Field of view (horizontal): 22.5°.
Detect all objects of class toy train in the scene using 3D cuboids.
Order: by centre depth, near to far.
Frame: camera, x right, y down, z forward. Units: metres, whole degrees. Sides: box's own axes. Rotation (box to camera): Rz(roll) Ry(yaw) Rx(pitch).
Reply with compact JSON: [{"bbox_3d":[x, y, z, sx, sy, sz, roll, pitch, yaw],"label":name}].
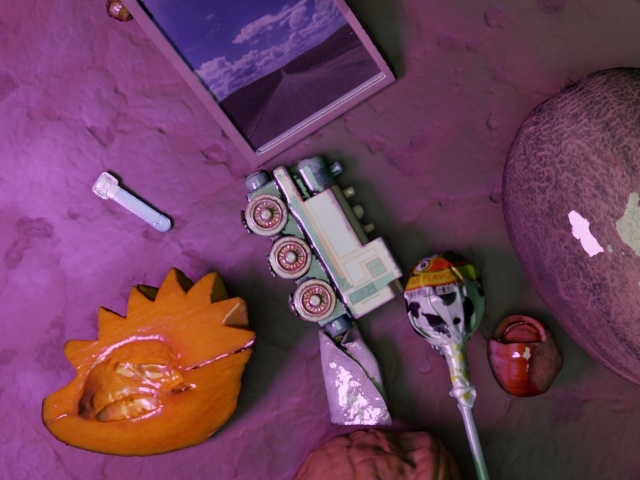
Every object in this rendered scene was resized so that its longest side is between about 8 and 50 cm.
[{"bbox_3d":[0.000,0.000,1.694,0.125,0.081,0.194,-29,89,0],"label":"toy train"}]

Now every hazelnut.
[{"bbox_3d":[0.212,0.121,1.687,0.086,0.086,0.086,1,98,6],"label":"hazelnut"}]

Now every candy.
[{"bbox_3d":[0.154,0.161,1.656,0.083,0.091,0.305,-23,76,42],"label":"candy"}]

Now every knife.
[{"bbox_3d":[-0.202,-0.039,1.742,0.096,0.010,0.027,34,99,-1],"label":"knife"}]

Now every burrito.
[{"bbox_3d":[0.037,0.144,1.721,0.074,0.044,0.118,-6,96,26],"label":"burrito"}]

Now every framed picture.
[{"bbox_3d":[-0.060,-0.211,1.639,0.189,0.023,0.260,-31,124,9],"label":"framed picture"}]

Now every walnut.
[{"bbox_3d":[0.066,0.300,1.650,0.228,0.228,0.228,1,98,6],"label":"walnut"}]

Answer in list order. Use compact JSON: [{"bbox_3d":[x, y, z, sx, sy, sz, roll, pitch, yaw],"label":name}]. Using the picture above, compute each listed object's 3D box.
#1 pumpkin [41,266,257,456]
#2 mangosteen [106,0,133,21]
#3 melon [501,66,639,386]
[{"bbox_3d":[-0.162,0.133,1.730,0.254,0.149,0.130,-24,51,13],"label":"pumpkin"},{"bbox_3d":[-0.182,-0.326,1.636,0.172,0.172,0.184,-29,119,9],"label":"mangosteen"},{"bbox_3d":[0.313,-0.010,1.565,0.249,0.248,0.329,-25,84,9],"label":"melon"}]
